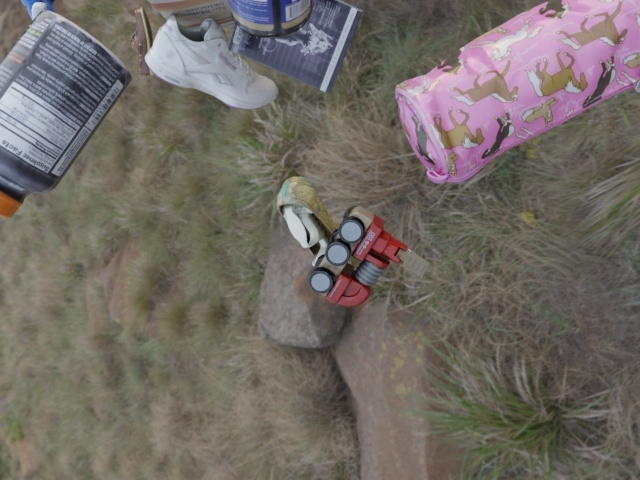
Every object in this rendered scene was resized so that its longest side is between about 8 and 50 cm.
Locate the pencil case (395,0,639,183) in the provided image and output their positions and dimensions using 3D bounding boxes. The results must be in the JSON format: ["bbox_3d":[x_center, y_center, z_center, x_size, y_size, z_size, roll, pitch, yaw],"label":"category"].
[{"bbox_3d":[0.298,-0.228,0.762,0.160,0.386,0.167,62,-179,-44],"label":"pencil case"}]

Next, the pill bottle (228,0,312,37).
[{"bbox_3d":[-0.070,-0.390,0.690,0.123,0.123,0.219,57,164,24],"label":"pill bottle"}]

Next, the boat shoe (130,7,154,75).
[{"bbox_3d":[-0.484,-0.533,1.430,0.064,0.060,0.178,-107,15,-53],"label":"boat shoe"}]

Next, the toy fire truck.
[{"bbox_3d":[0.126,0.061,1.241,0.246,0.158,0.217,30,109,-2],"label":"toy fire truck"}]

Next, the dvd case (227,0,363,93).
[{"bbox_3d":[-0.051,-0.402,1.011,0.221,0.018,0.164,23,120,-3],"label":"dvd case"}]

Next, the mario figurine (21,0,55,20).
[{"bbox_3d":[-0.778,-0.627,1.613,0.170,0.198,0.320,-14,101,44],"label":"mario figurine"}]

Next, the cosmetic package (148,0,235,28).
[{"bbox_3d":[-0.262,-0.523,1.051,0.153,0.296,0.129,-11,95,3],"label":"cosmetic package"}]

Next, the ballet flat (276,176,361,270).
[{"bbox_3d":[0.000,0.000,1.333,0.123,0.123,0.348,-2,131,47],"label":"ballet flat"}]

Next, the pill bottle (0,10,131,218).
[{"bbox_3d":[-0.362,-0.151,0.667,0.130,0.130,0.246,27,82,41],"label":"pill bottle"}]

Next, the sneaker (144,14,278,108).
[{"bbox_3d":[-0.211,-0.383,1.148,0.152,0.305,0.114,-55,44,30],"label":"sneaker"}]
